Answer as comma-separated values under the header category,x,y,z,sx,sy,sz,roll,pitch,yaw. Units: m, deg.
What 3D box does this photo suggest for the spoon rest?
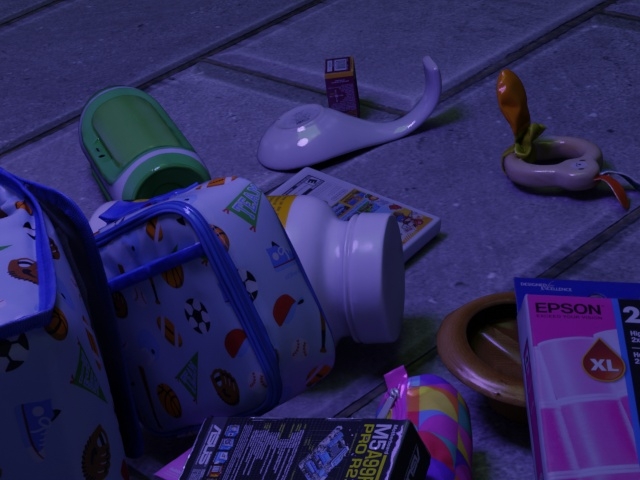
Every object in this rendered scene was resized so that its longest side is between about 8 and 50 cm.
category,x,y,z,sx,sy,sz,roll,pitch,yaw
spoon rest,0.043,-0.161,2.427,0.276,0.084,0.137,-23,27,0

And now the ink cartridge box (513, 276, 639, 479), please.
category,x,y,z,sx,sy,sz,roll,pitch,yaw
ink cartridge box,0.287,0.143,1.686,0.176,0.069,0.371,3,38,-2

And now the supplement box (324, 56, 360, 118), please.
category,x,y,z,sx,sy,sz,roll,pitch,yaw
supplement box,0.031,-0.212,2.495,0.043,0.083,0.055,-7,28,4

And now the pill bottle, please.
category,x,y,z,sx,sy,sz,roll,pitch,yaw
pill bottle,-0.082,0.044,1.937,0.334,0.188,0.188,-2,29,13

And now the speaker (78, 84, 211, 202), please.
category,x,y,z,sx,sy,sz,roll,pitch,yaw
speaker,-0.235,-0.107,2.329,0.131,0.131,0.296,-16,29,-14

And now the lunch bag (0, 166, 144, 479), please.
category,x,y,z,sx,sy,sz,roll,pitch,yaw
lunch bag,-0.303,0.135,1.677,0.239,0.327,0.385,-14,25,-5

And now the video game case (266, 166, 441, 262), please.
category,x,y,z,sx,sy,sz,roll,pitch,yaw
video game case,0.000,0.000,2.132,0.206,0.026,0.227,22,40,29

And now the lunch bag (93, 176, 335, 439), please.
category,x,y,z,sx,sy,sz,roll,pitch,yaw
lunch bag,-0.132,0.065,1.732,0.115,0.243,0.303,-31,7,-37

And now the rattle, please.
category,x,y,z,sx,sy,sz,roll,pitch,yaw
rattle,0.317,-0.130,2.216,0.130,0.142,0.200,-3,16,-31

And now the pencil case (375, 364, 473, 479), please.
category,x,y,z,sx,sy,sz,roll,pitch,yaw
pencil case,0.093,0.220,1.656,0.104,0.104,0.236,-6,28,4

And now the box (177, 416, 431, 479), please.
category,x,y,z,sx,sy,sz,roll,pitch,yaw
box,-0.044,0.274,1.521,0.216,0.060,0.270,-3,45,28

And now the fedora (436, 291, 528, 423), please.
category,x,y,z,sx,sy,sz,roll,pitch,yaw
fedora,0.212,0.131,1.810,0.194,0.079,0.194,0,35,0

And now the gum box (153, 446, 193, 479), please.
category,x,y,z,sx,sy,sz,roll,pitch,yaw
gum box,-0.054,0.248,1.679,0.188,0.062,0.107,17,37,40
